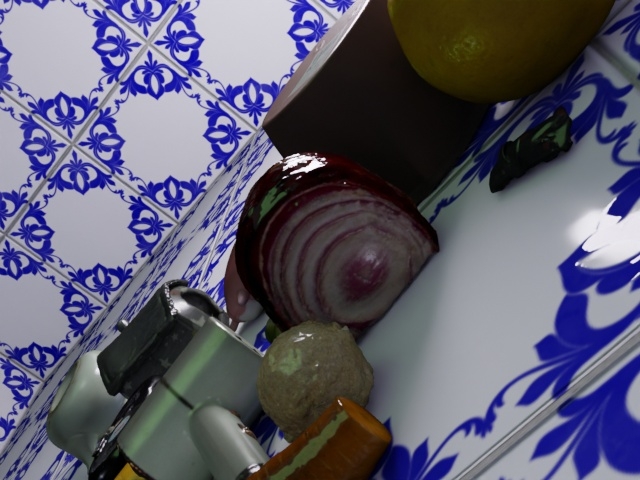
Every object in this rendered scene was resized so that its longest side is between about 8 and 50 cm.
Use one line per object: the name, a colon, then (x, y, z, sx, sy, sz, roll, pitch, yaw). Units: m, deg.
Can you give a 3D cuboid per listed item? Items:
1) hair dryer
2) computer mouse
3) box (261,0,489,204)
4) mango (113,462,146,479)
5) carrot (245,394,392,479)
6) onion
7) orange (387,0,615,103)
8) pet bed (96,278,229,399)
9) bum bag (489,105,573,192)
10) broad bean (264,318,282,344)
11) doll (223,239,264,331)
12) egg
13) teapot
hair dryer: (-0.106, 0.226, 0.950, 0.203, 0.128, 0.362, -52, 21, -7)
computer mouse: (-0.271, 0.302, 1.295, 0.137, 0.096, 0.233, -41, 13, 21)
box: (0.074, -0.190, 1.182, 0.301, 0.216, 0.301, -46, 14, 15)
mango: (-0.225, 0.318, 1.150, 0.190, 0.075, 0.098, -48, 29, -2)
carrot: (-0.022, 0.222, 0.731, 0.193, 0.087, 0.087, -45, 15, 12)
onion: (-0.004, -0.004, 0.997, 0.216, 0.207, 0.206, -45, 17, 2)
orange: (0.206, -0.296, 0.978, 0.279, 0.235, 0.279, -56, 10, 16)
pet bed: (-0.281, 0.178, 1.498, 0.211, 0.159, 0.183, -50, 14, 12)
bum bag: (0.213, -0.092, 0.858, 0.124, 0.034, 0.058, -34, 37, 53)
broad bean: (-0.048, 0.123, 1.132, 0.061, 0.046, 0.195, -52, 12, 9)
doll: (-0.103, 0.030, 1.398, 0.211, 0.093, 0.262, -164, 95, -87)
egg: (-0.005, 0.139, 0.833, 0.116, 0.118, 0.140, -8, 6, -1)
teapot: (-0.472, 0.337, 1.730, 0.220, 0.149, 0.318, -63, 17, -13)
